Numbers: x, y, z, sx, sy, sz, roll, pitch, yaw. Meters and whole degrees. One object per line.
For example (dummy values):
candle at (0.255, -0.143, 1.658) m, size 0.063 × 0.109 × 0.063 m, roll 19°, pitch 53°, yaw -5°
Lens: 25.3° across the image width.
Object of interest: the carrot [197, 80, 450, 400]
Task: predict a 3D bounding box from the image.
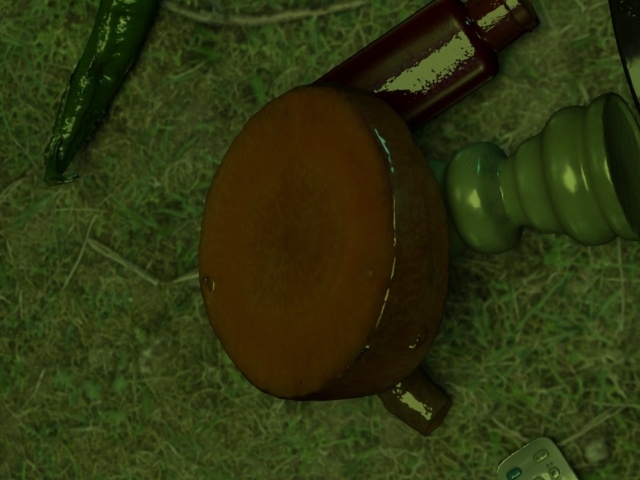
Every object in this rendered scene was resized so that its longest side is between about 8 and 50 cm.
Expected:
carrot at (0.000, 0.000, 1.369) m, size 0.258 × 0.100 × 0.307 m, roll -2°, pitch 90°, yaw 39°

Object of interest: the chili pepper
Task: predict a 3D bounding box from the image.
chili pepper at (-0.222, -0.226, 1.539) m, size 0.085 × 0.076 × 0.359 m, roll 23°, pitch 97°, yaw 38°

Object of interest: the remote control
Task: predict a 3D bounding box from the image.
remote control at (0.261, 0.301, 1.402) m, size 0.073 × 0.044 × 0.229 m, roll -39°, pitch 71°, yaw 18°

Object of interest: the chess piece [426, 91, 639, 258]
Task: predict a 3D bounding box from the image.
chess piece at (0.178, -0.044, 1.371) m, size 0.251 × 0.144 × 0.144 m, roll -13°, pitch 88°, yaw 28°

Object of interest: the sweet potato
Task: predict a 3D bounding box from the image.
sweet potato at (0.013, 0.097, 1.473) m, size 0.281 × 0.059 × 0.067 m, roll 35°, pitch 121°, yaw 18°

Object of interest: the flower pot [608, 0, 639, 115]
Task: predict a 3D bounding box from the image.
flower pot at (0.359, -0.176, 1.262) m, size 0.148 × 0.235 × 0.235 m, roll -19°, pitch 86°, yaw 2°

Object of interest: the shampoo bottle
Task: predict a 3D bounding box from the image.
shampoo bottle at (0.094, -0.169, 1.425) m, size 0.260 × 0.064 × 0.102 m, roll -33°, pitch 78°, yaw 19°
